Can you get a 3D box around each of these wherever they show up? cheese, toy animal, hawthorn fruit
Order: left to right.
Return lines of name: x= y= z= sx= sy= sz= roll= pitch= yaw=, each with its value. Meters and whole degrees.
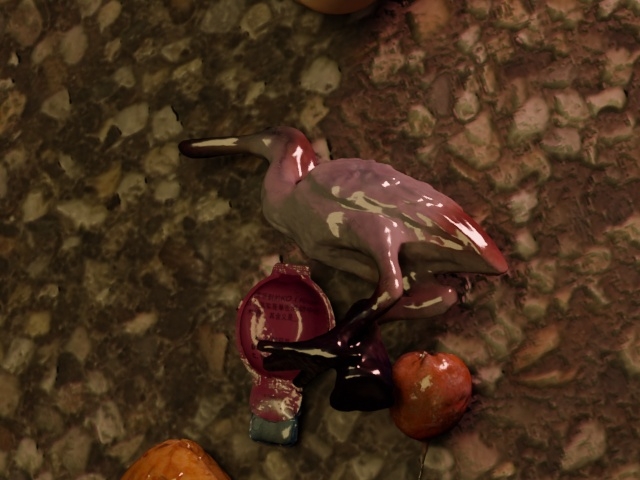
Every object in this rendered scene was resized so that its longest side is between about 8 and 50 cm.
cheese: x=-0.030 y=0.090 z=1.308 sx=0.095 sy=0.038 sz=0.145 roll=5 pitch=85 yaw=31
toy animal: x=0.017 y=-0.016 z=1.270 sx=0.195 sy=0.090 sz=0.324 roll=-18 pitch=46 yaw=-6
hawthorn fruit: x=0.082 y=0.132 z=1.228 sx=0.067 sy=0.067 sz=0.103 roll=1 pitch=99 yaw=29

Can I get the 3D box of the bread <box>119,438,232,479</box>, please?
bread: x=-0.081 y=0.252 z=1.268 sx=0.211 sy=0.083 sz=0.114 roll=40 pitch=93 yaw=29

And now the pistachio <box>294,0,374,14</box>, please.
pistachio: x=0.025 y=-0.326 z=1.322 sx=0.188 sy=0.187 sz=0.299 roll=9 pitch=75 yaw=30
